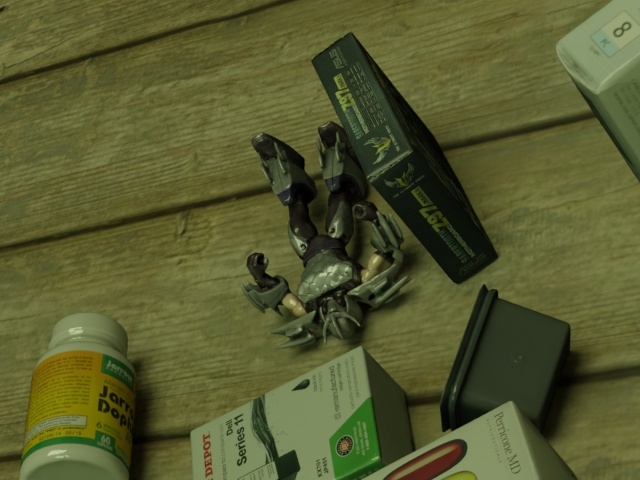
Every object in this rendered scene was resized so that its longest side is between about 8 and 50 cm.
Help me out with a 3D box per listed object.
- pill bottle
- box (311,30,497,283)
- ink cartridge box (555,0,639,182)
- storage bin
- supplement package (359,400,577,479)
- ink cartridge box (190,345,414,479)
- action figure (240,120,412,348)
[{"bbox_3d":[-0.259,0.184,1.929,0.117,0.117,0.208,-23,42,22],"label":"pill bottle"},{"bbox_3d":[0.085,-0.088,1.846,0.059,0.183,0.232,-34,40,9],"label":"box"},{"bbox_3d":[0.431,-0.167,1.533,0.385,0.308,0.091,-37,40,5],"label":"ink cartridge box"},{"bbox_3d":[0.175,0.125,1.657,0.091,0.098,0.135,16,61,16],"label":"storage bin"},{"bbox_3d":[0.105,0.272,1.532,0.244,0.134,0.139,-30,41,14],"label":"supplement package"},{"bbox_3d":[-0.018,0.219,1.722,0.208,0.087,0.153,-28,40,17],"label":"ink cartridge box"},{"bbox_3d":[0.000,0.000,1.906,0.185,0.099,0.285,-21,47,11],"label":"action figure"}]
